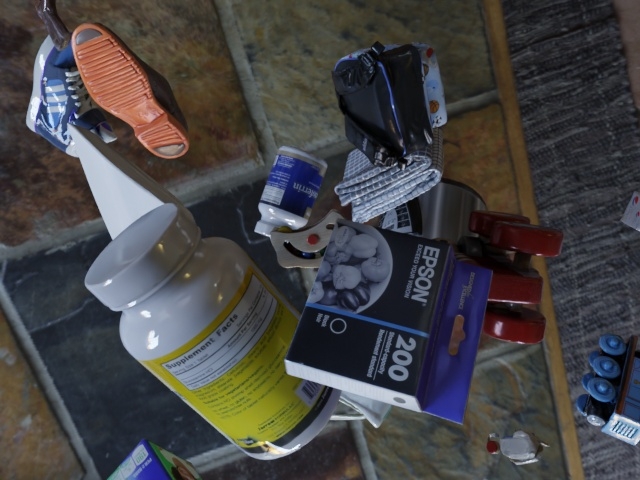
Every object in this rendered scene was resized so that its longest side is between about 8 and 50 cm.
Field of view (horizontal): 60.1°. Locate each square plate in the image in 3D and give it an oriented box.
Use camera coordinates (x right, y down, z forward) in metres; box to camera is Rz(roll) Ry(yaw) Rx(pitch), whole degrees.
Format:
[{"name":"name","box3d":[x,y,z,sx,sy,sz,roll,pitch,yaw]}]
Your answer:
[{"name":"square plate","box3d":[-0.286,-0.001,0.956,0.049,0.347,0.344,-35,144,-29]}]

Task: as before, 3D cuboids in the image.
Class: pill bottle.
[{"name":"pill bottle","box3d":[-0.131,0.119,0.720,0.188,0.188,0.334,-37,117,1]},{"name":"pill bottle","box3d":[-0.091,-0.128,1.612,0.153,0.153,0.264,20,89,-16]}]

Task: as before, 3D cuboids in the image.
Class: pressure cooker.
[{"name":"pressure cooker","box3d":[0.370,0.047,1.828,0.376,0.420,0.370,4,146,16]}]

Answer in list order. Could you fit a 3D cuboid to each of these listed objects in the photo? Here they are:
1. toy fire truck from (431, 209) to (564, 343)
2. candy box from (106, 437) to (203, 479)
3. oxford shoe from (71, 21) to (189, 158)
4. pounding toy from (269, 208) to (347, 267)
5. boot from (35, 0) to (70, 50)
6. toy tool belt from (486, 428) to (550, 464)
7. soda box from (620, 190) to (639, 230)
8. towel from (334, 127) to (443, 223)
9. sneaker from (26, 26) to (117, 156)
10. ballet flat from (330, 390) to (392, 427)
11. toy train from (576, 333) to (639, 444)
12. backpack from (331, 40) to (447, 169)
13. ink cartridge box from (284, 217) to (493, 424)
[{"name":"toy fire truck","box3d":[0.216,0.038,0.882,0.254,0.302,0.169,7,100,-2]},{"name":"candy box","box3d":[-0.206,0.451,0.651,0.268,0.317,0.122,-49,135,-10]},{"name":"oxford shoe","box3d":[-0.416,-0.344,1.232,0.130,0.132,0.363,-14,144,10]},{"name":"pounding toy","box3d":[0.000,0.000,1.448,0.270,0.155,0.154,1,99,1]},{"name":"boot","box3d":[-0.527,-0.453,1.109,0.037,0.106,0.114,-18,76,-45]},{"name":"toy tool belt","box3d":[0.306,0.319,0.855,0.051,0.083,0.052,15,62,-35]},{"name":"soda box","box3d":[0.728,-0.030,1.102,0.216,0.074,0.069,16,108,-1]},{"name":"towel","box3d":[0.177,-0.199,1.446,0.284,0.235,0.121,-26,122,28]},{"name":"sneaker","box3d":[-0.630,-0.370,1.471,0.236,0.130,0.322,29,119,-5]},{"name":"ballet flat","box3d":[-0.038,0.300,1.176,0.400,0.139,0.139,11,106,18]},{"name":"toy train","box3d":[0.491,0.235,0.904,0.105,0.184,0.080,23,140,20]},{"name":"backpack","box3d":[0.148,-0.335,1.274,0.213,0.263,0.276,-25,119,-23]},{"name":"ink cartridge box","box3d":[0.088,0.085,0.655,0.208,0.206,0.045,13,149,12]}]
